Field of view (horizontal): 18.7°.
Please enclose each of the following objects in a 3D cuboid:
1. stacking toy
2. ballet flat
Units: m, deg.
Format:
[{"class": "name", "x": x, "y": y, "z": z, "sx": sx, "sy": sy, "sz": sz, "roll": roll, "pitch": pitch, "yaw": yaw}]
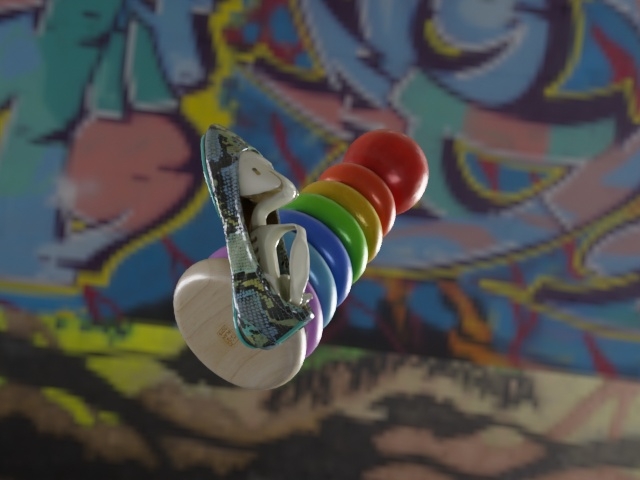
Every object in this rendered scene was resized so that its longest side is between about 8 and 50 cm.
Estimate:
[{"class": "stacking toy", "x": 0.000, "y": 0.000, "z": 1.901, "sx": 0.141, "sy": 0.141, "sz": 0.330, "roll": 8, "pitch": -143, "yaw": 33}, {"class": "ballet flat", "x": -0.041, "y": -0.011, "z": 1.444, "sx": 0.070, "sy": 0.188, "sz": 0.070, "roll": -12, "pitch": 158, "yaw": -5}]
